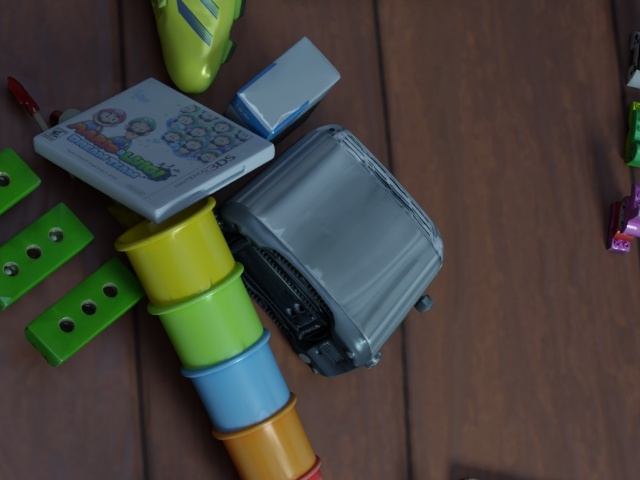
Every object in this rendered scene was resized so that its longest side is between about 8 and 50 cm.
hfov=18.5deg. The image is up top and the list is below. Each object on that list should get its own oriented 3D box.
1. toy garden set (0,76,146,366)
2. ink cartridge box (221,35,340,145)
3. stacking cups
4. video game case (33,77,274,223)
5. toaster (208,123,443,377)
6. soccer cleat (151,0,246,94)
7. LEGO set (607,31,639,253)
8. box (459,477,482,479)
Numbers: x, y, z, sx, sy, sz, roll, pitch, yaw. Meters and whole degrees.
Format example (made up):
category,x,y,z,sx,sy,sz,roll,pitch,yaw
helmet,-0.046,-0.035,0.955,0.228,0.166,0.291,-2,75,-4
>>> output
category,x,y,z,sx,sy,sz,roll,pitch,yaw
toy garden set,-0.245,-0.030,1.723,0.244,0.049,0.204,46,57,5
ink cartridge box,-0.043,-0.121,1.771,0.088,0.122,0.052,-41,87,-21
stacking cups,-0.067,0.122,1.685,0.096,0.096,0.316,-29,101,-21
video game case,-0.145,-0.081,1.705,0.157,0.019,0.143,29,45,32
toaster,0.000,0.000,1.754,0.227,0.129,0.146,47,65,-4
soccer cleat,-0.135,-0.275,1.779,0.121,0.093,0.289,6,80,-33
LEGO set,0.345,-0.101,1.897,0.087,0.093,0.227,12,74,-14
box,0.190,0.331,1.789,0.164,0.021,0.201,14,73,-13
